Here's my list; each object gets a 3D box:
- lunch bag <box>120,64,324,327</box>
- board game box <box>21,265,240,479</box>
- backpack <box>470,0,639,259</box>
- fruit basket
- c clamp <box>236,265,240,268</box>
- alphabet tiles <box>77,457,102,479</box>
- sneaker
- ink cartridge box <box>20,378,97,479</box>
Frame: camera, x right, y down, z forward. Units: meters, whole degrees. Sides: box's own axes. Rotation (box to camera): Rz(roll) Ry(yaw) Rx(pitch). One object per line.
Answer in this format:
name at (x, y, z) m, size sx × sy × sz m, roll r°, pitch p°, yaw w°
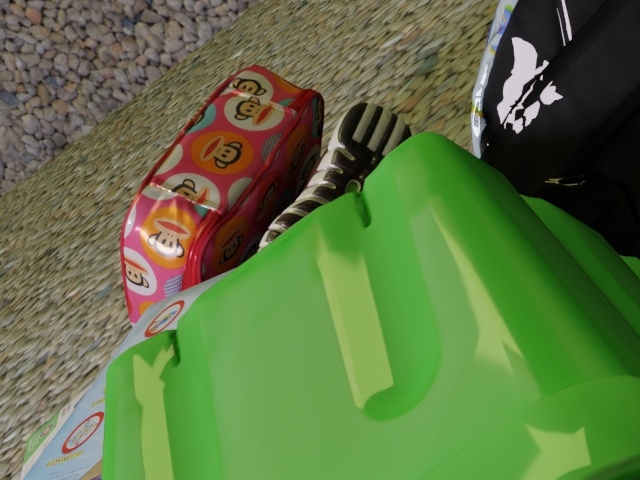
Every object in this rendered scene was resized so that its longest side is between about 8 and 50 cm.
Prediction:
lunch bag at (-0.105, -0.020, 1.754) m, size 0.293 × 0.120 × 0.258 m, roll -55°, pitch -18°, yaw -36°
board game box at (-0.079, 0.136, 1.137) m, size 0.308 × 0.086 × 0.302 m, roll -23°, pitch 25°, yaw 45°
backpack at (0.256, -0.147, 1.087) m, size 0.355 × 0.290 × 0.273 m, roll -63°, pitch 0°, yaw 17°
fruit basket at (0.099, 0.195, 0.593) m, size 0.283 × 0.392 × 0.392 m, roll -36°, pitch 18°, yaw 23°
c clamp at (-0.077, 0.074, 1.611) m, size 0.022 × 0.137 × 0.161 m, roll 1°, pitch 15°, yaw -2°
alphabet tiles at (-0.023, 0.077, 1.000) m, size 0.342 × 0.011 × 0.285 m, roll -42°, pitch 19°, yaw -4°
sneaker at (0.000, 0.000, 1.663) m, size 0.281 × 0.106 × 0.162 m, roll -58°, pitch 3°, yaw -30°
ink cartridge box at (-0.192, 0.189, 1.596) m, size 0.212 × 0.093 × 0.154 m, roll -39°, pitch 16°, yaw 7°
